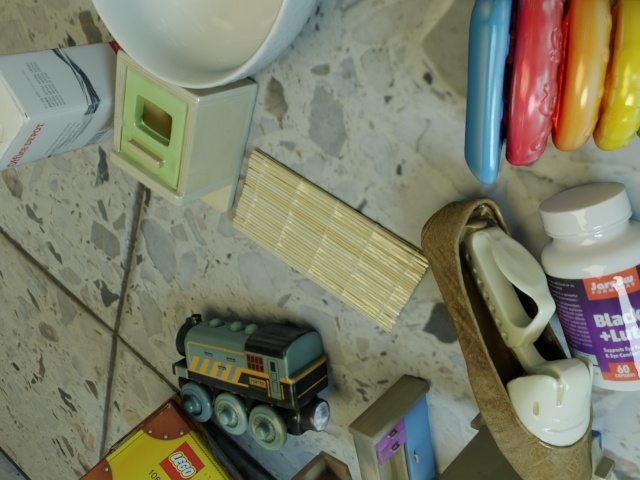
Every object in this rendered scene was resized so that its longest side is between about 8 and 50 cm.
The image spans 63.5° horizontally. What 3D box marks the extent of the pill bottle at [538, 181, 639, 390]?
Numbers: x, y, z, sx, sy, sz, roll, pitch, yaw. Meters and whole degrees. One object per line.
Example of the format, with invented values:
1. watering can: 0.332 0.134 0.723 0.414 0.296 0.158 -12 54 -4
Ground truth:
1. pill bottle: 0.292 0.044 0.528 0.108 0.108 0.193 -14 105 39

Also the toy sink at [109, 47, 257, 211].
1. toy sink: -0.211 -0.148 0.768 0.153 0.131 0.234 34 129 17

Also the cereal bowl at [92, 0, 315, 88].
1. cereal bowl: -0.126 -0.358 0.593 0.339 0.141 0.339 16 122 28

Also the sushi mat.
1. sushi mat: 0.000 0.000 0.770 0.316 0.019 0.151 33 129 17

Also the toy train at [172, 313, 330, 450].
1. toy train: -0.131 0.233 0.914 0.334 0.142 0.190 4 103 36

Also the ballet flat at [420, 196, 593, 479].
1. ballet flat: 0.212 0.102 0.548 0.124 0.116 0.342 121 134 -65

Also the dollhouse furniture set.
1. dollhouse furniture set: 0.174 0.356 0.654 0.303 0.286 0.198 9 119 44

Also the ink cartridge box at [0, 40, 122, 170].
1. ink cartridge box: -0.390 -0.209 0.791 0.172 0.237 0.100 -26 96 40

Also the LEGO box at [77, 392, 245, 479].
1. LEGO box: -0.204 0.556 0.986 0.500 0.193 0.372 51 161 2

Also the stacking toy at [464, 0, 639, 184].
1. stacking toy: 0.280 -0.140 0.432 0.302 0.175 0.165 6 119 20
